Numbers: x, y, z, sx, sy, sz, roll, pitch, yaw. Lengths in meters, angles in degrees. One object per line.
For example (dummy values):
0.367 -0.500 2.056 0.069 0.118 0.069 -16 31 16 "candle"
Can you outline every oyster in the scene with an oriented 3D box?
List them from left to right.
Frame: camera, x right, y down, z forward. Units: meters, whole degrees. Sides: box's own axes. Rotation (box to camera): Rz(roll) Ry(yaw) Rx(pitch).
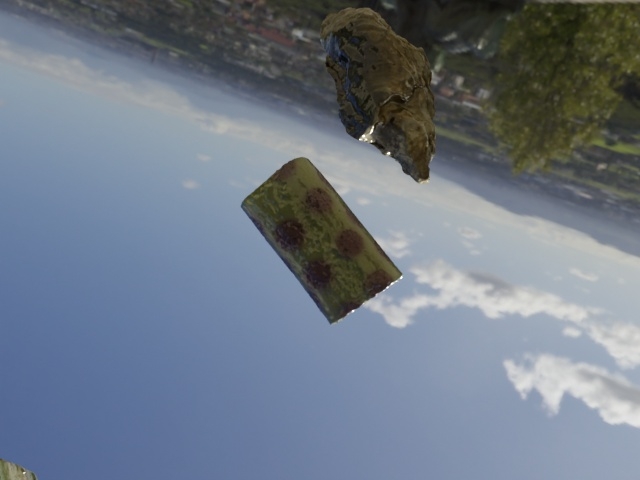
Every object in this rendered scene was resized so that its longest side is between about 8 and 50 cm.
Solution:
0.088 -0.245 1.199 0.166 0.341 0.110 -21 160 28 "oyster"

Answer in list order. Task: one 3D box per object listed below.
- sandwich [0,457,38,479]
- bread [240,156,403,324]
-0.306 0.282 0.626 0.117 0.144 0.187 79 170 -63 "sandwich"
0.000 0.000 1.619 0.338 0.187 0.155 53 -161 6 "bread"
